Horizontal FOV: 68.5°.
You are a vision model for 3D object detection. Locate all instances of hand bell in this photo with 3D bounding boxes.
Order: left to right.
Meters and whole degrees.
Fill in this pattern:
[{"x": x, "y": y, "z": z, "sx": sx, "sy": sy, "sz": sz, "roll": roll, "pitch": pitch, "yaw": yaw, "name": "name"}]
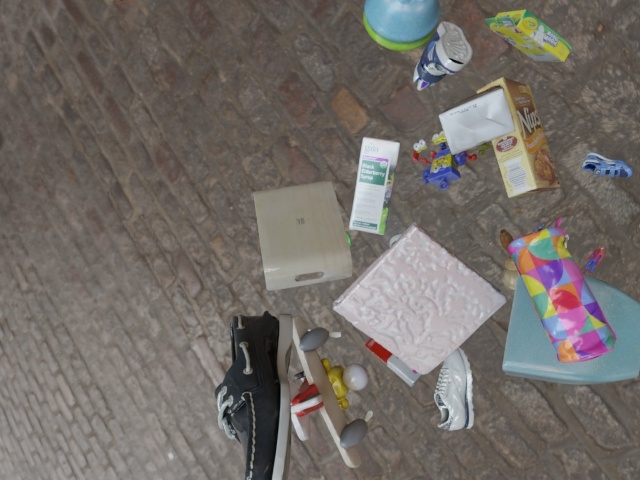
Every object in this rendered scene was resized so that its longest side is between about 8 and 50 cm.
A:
[{"x": 0.628, "y": 0.046, "z": 1.542, "sx": 0.126, "sy": 0.126, "sz": 0.242, "roll": -7, "pitch": 138, "yaw": 35, "name": "hand bell"}]

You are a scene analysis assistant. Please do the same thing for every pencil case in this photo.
[{"x": 0.408, "y": 0.086, "z": 0.798, "sx": 0.104, "sy": 0.104, "sz": 0.237, "roll": -28, "pitch": 71, "yaw": 36, "name": "pencil case"}]

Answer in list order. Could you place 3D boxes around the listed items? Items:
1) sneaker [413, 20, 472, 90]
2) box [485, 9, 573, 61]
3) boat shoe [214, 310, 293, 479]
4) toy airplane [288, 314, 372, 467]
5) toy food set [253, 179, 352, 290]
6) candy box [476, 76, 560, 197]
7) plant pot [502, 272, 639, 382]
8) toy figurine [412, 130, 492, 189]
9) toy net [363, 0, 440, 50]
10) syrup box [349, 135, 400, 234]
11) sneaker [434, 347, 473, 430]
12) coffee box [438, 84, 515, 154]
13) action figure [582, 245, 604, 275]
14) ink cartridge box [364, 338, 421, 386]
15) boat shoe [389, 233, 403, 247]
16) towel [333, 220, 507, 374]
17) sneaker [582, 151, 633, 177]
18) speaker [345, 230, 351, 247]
[{"x": 0.429, "y": -0.621, "z": 1.703, "sx": 0.130, "sy": 0.323, "sz": 0.236, "roll": 17, "pitch": 136, "yaw": -9, "name": "sneaker"}, {"x": 0.468, "y": -0.467, "z": 1.065, "sx": 0.043, "sy": 0.179, "sz": 0.105, "roll": -64, "pitch": 23, "yaw": 14, "name": "box"}, {"x": -0.081, "y": 0.188, "z": 0.564, "sx": 0.091, "sy": 0.302, "sz": 0.115, "roll": 5, "pitch": 108, "yaw": -7, "name": "boat shoe"}, {"x": 0.024, "y": 0.474, "z": 1.516, "sx": 0.272, "sy": 0.384, "sz": 0.386, "roll": -24, "pitch": 124, "yaw": 7, "name": "toy airplane"}, {"x": -0.053, "y": -0.024, "z": 1.245, "sx": 0.092, "sy": 0.219, "sz": 0.306, "roll": 90, "pitch": 169, "yaw": -55, "name": "toy food set"}, {"x": 0.561, "y": -0.285, "z": 1.324, "sx": 0.087, "sy": 0.182, "sz": 0.317, "roll": -19, "pitch": 82, "yaw": 45, "name": "candy box"}, {"x": 0.562, "y": 0.203, "z": 1.049, "sx": 0.252, "sy": 0.247, "sz": 0.248, "roll": 8, "pitch": 76, "yaw": 27, "name": "plant pot"}, {"x": 0.510, "y": -0.279, "z": 1.768, "sx": 0.362, "sy": 0.191, "sz": 0.217, "roll": -15, "pitch": 52, "yaw": 46, "name": "toy figurine"}, {"x": 0.090, "y": -0.288, "z": 0.429, "sx": 0.122, "sy": 0.045, "sz": 0.232, "roll": 29, "pitch": 77, "yaw": 7, "name": "toy net"}, {"x": 0.140, "y": -0.144, "z": 1.214, "sx": 0.093, "sy": 0.096, "sz": 0.237, "roll": 10, "pitch": 105, "yaw": 8, "name": "syrup box"}, {"x": 0.372, "y": 0.414, "z": 1.337, "sx": 0.090, "sy": 0.094, "sz": 0.235, "roll": 115, "pitch": 154, "yaw": -71, "name": "sneaker"}, {"x": 0.370, "y": -0.289, "z": 1.105, "sx": 0.141, "sy": 0.246, "sz": 0.098, "roll": -18, "pitch": 102, "yaw": 25, "name": "coffee box"}, {"x": 0.876, "y": 0.068, "z": 1.507, "sx": 0.038, "sy": 0.030, "sz": 0.115, "roll": 45, "pitch": 122, "yaw": 48, "name": "action figure"}, {"x": 0.345, "y": 0.375, "z": 1.800, "sx": 0.239, "sy": 0.275, "sz": 0.060, "roll": 38, "pitch": 157, "yaw": 25, "name": "ink cartridge box"}, {"x": 0.248, "y": 0.079, "z": 1.332, "sx": 0.095, "sy": 0.255, "sz": 0.079, "roll": -8, "pitch": 55, "yaw": 7, "name": "boat shoe"}, {"x": 0.253, "y": 0.159, "z": 1.215, "sx": 0.331, "sy": 0.053, "sz": 0.317, "roll": 38, "pitch": 107, "yaw": -12, "name": "towel"}, {"x": 0.880, "y": -0.220, "z": 1.447, "sx": 0.144, "sy": 0.059, "sz": 0.053, "roll": 32, "pitch": 159, "yaw": 39, "name": "sneaker"}, {"x": 0.000, "y": 0.000, "z": 1.730, "sx": 0.296, "sy": 0.131, "sz": 0.131, "roll": -169, "pitch": 69, "yaw": -66, "name": "speaker"}]
